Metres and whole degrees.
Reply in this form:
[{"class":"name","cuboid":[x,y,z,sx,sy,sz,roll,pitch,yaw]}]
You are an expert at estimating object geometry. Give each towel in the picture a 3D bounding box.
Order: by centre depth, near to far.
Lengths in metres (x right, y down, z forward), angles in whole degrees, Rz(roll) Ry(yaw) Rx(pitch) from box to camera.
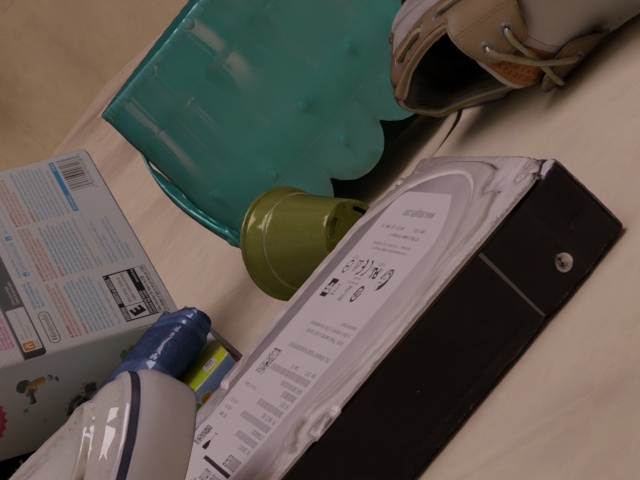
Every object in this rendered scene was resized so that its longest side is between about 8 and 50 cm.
[{"class":"towel","cuboid":[-0.115,0.094,1.223,0.119,0.029,0.067,-51,14,-20]}]

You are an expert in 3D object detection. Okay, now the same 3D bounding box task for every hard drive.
[{"class":"hard drive","cuboid":[0.001,0.093,1.087,0.339,0.064,0.237,-50,12,-7]}]

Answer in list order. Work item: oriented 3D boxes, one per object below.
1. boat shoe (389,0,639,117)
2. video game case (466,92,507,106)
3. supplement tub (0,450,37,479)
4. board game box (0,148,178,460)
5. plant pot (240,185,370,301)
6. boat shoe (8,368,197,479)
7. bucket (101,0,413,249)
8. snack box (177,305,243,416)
[{"class":"boat shoe","cuboid":[0.144,-0.150,1.288,0.302,0.113,0.103,-18,52,64]},{"class":"video game case","cuboid":[0.145,-0.158,1.470,0.143,0.019,0.157,-51,13,-13]},{"class":"supplement tub","cuboid":[-0.338,0.199,1.553,0.207,0.207,0.338,-36,17,43]},{"class":"board game box","cuboid":[-0.281,0.065,1.476,0.303,0.097,0.224,-15,42,-18]},{"class":"plant pot","cuboid":[0.000,0.000,1.364,0.079,0.083,0.083,-6,42,53]},{"class":"boat shoe","cuboid":[-0.201,0.201,0.998,0.367,0.156,0.136,-59,17,24]},{"class":"bucket","cuboid":[-0.035,-0.136,1.577,0.281,0.183,0.281,-49,9,10]},{"class":"snack box","cuboid":[-0.112,0.141,1.295,0.174,0.070,0.207,-48,12,-4]}]
